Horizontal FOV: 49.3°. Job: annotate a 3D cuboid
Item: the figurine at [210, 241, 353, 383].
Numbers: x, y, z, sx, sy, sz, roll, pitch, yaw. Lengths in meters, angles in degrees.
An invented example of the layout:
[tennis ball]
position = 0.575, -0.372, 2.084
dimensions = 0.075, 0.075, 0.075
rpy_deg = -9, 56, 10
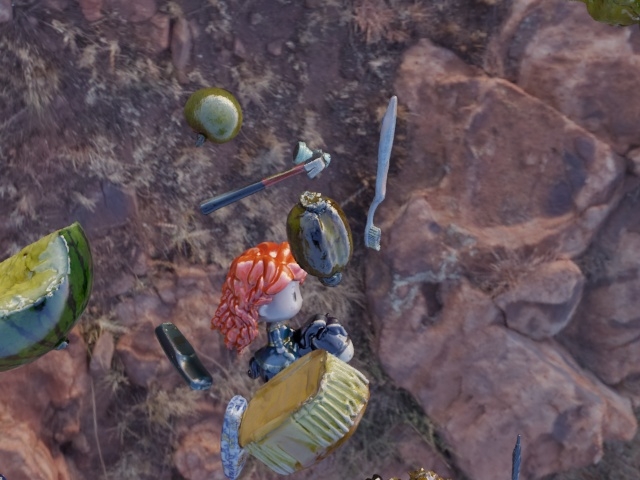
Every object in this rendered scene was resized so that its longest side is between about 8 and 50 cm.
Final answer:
[figurine]
position = -0.100, 0.216, 1.763
dimensions = 0.306, 0.241, 0.412
rpy_deg = -36, 93, 28

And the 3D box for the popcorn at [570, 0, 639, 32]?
[popcorn]
position = 0.379, -0.330, 0.754
dimensions = 0.192, 0.233, 0.266
rpy_deg = -59, 153, -26

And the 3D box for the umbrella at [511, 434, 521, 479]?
[umbrella]
position = 0.490, 0.585, 1.734
dimensions = 0.044, 0.044, 0.269
rpy_deg = 5, 118, 9

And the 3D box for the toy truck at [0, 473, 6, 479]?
[toy truck]
position = -0.306, 0.188, 0.561
dimensions = 0.073, 0.056, 0.090
rpy_deg = -35, 84, 17

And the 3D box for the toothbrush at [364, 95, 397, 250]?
[toothbrush]
position = 0.118, -0.121, 1.364
dimensions = 0.028, 0.037, 0.375
rpy_deg = -42, 149, -37

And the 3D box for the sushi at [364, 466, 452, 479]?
[sushi]
position = 0.132, 0.387, 0.862
dimensions = 0.234, 0.348, 0.208
rpy_deg = 32, 72, 9

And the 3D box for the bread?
[bread]
position = -0.020, 0.243, 0.973
dimensions = 0.114, 0.132, 0.190
rpy_deg = 39, 120, -13

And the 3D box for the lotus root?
[lotus root]
position = 0.000, 0.000, 1.309
dimensions = 0.120, 0.120, 0.210
rpy_deg = -24, 122, -15

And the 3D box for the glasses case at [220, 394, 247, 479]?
[glasses case]
position = -0.215, 0.498, 1.749
dimensions = 0.065, 0.087, 0.248
rpy_deg = 12, 122, 8

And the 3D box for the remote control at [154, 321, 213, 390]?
[remote control]
position = -0.352, 0.295, 1.785
dimensions = 0.072, 0.222, 0.042
rpy_deg = -4, 134, -50

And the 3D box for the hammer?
[hammer]
position = -0.121, -0.121, 1.481
dimensions = 0.287, 0.111, 0.033
rpy_deg = -22, 110, 5

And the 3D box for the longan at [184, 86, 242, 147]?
[longan]
position = -0.294, -0.329, 1.882
dimensions = 0.176, 0.154, 0.145
rpy_deg = -54, 147, 2

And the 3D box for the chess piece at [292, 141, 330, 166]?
[chess piece]
position = -0.025, -0.246, 2.044
dimensions = 0.103, 0.067, 0.067
rpy_deg = 13, 102, -18

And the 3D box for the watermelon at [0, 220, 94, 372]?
[watermelon]
position = -0.521, 0.121, 1.182
dimensions = 0.330, 0.331, 0.190
rpy_deg = -29, 95, -13
